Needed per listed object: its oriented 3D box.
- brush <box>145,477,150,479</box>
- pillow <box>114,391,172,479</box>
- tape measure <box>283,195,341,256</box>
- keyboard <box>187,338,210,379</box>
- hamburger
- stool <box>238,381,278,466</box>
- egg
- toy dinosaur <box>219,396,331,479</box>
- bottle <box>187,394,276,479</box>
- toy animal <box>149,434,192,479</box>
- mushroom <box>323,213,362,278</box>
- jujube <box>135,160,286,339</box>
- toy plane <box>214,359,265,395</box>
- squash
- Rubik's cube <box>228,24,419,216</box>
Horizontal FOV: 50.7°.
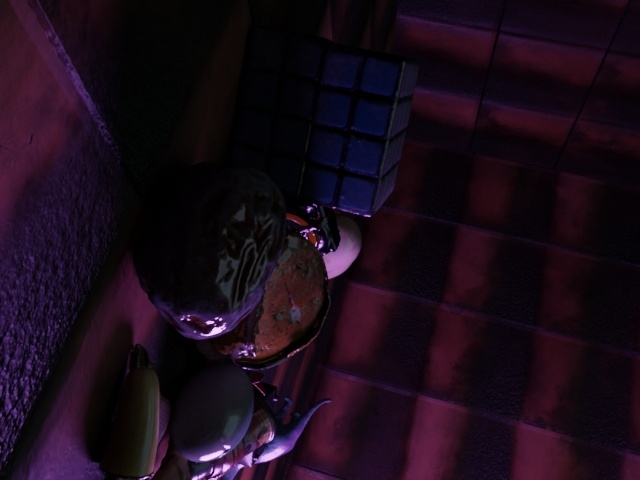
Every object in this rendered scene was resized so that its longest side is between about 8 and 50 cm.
[{"bbox_3d":[-0.377,0.561,1.355,0.178,0.030,0.033,-64,154,-48],"label":"brush"},{"bbox_3d":[-0.344,0.405,1.316,0.135,0.034,0.211,89,19,-65],"label":"pillow"},{"bbox_3d":[-0.061,-0.046,1.733,0.135,0.222,0.202,-68,148,-45],"label":"tape measure"},{"bbox_3d":[-0.276,0.254,1.519,0.072,0.023,0.231,-54,156,-47],"label":"keyboard"},{"bbox_3d":[-0.119,0.108,1.439,0.276,0.195,0.318,0,105,-53],"label":"hamburger"},{"bbox_3d":[-0.209,0.493,1.851,0.232,0.141,0.232,14,90,-79],"label":"stool"},{"bbox_3d":[-0.232,0.370,1.463,0.236,0.169,0.169,-69,168,-49],"label":"egg"},{"bbox_3d":[-0.154,0.627,1.935,0.331,0.383,0.129,-85,151,-43],"label":"toy dinosaur"},{"bbox_3d":[-0.239,0.484,1.612,0.271,0.143,0.156,-25,106,-47],"label":"bottle"},{"bbox_3d":[-0.317,0.499,1.405,0.101,0.103,0.219,68,20,-13],"label":"toy animal"},{"bbox_3d":[0.000,0.000,2.181,0.254,0.260,0.234,62,5,-62],"label":"mushroom"},{"bbox_3d":[-0.183,0.017,1.165,0.246,0.215,0.308,64,42,-73],"label":"jujube"},{"bbox_3d":[-0.196,0.272,1.704,0.104,0.223,0.326,45,20,-31],"label":"toy plane"},{"bbox_3d":[-0.326,0.293,1.181,0.094,0.094,0.224,27,69,-79],"label":"squash"},{"bbox_3d":[0.018,-0.276,1.530,0.344,0.337,0.345,-44,145,-72],"label":"Rubik's cube"}]
